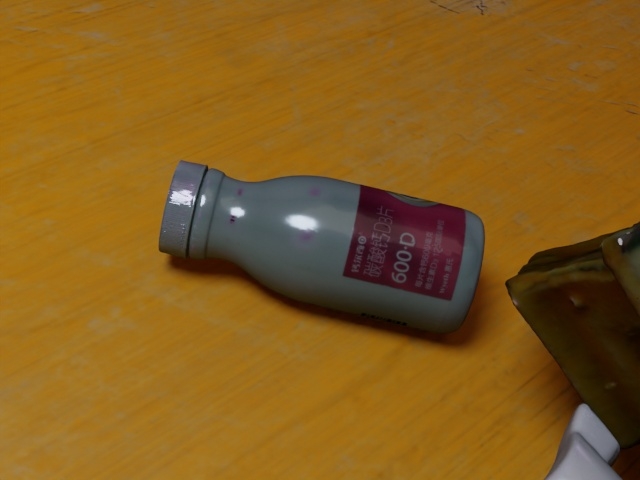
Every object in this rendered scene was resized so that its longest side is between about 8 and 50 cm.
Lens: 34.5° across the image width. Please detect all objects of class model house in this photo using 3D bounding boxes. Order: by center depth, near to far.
[{"bbox_3d":[0.233,0.083,0.621,0.173,0.239,0.268,-35,95,-23],"label":"model house"}]

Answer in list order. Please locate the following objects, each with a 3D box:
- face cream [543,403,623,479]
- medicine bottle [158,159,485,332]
[{"bbox_3d":[0.212,0.241,0.494,0.145,0.145,0.369,-18,51,-31],"label":"face cream"},{"bbox_3d":[0.000,0.000,0.722,0.217,0.090,0.090,13,42,-2],"label":"medicine bottle"}]
